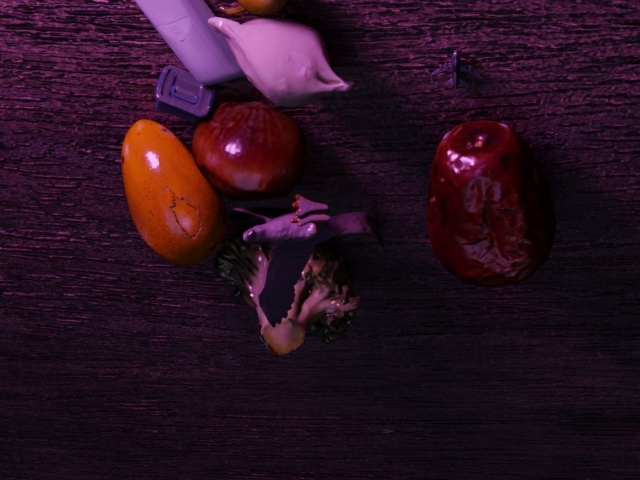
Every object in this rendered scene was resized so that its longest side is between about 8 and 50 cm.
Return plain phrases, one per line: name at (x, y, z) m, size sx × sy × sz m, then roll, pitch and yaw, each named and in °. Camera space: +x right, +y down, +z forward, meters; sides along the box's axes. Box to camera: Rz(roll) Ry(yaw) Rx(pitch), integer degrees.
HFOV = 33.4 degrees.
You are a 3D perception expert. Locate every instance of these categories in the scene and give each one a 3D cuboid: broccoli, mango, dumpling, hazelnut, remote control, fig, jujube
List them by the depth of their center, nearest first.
fig at (-0.099, -0.388, 1.638) m, size 0.093 × 0.093 × 0.166 m, roll 24°, pitch 178°, yaw -18°
dumpling at (-0.074, -0.290, 1.699) m, size 0.252 × 0.131 × 0.179 m, roll 19°, pitch -173°, yaw -22°
remote control at (-0.229, -0.356, 1.705) m, size 0.103 × 0.051 × 0.293 m, roll -11°, pitch 137°, yaw 28°
jujube at (0.291, -0.059, 1.854) m, size 0.223 × 0.223 × 0.318 m, roll -2°, pitch 137°, yaw 15°
hazelnut at (-0.128, -0.157, 1.855) m, size 0.204 × 0.178 × 0.178 m, roll 24°, pitch 151°, yaw 29°
mango at (-0.271, -0.084, 1.948) m, size 0.160 × 0.191 × 0.290 m, roll -29°, pitch 113°, yaw -15°
broccoli at (-0.065, 0.105, 2.111) m, size 0.288 × 0.245 × 0.248 m, roll -4°, pitch 123°, yaw -1°

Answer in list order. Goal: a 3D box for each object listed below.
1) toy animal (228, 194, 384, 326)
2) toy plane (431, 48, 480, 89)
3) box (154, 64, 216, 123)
toy animal at (0.000, -0.006, 1.922) m, size 0.284 × 0.225 × 0.302 m, roll -16°, pitch 166°, yaw -9°
toy plane at (0.218, -0.277, 1.721) m, size 0.078 × 0.031 × 0.083 m, roll 2°, pitch 142°, yaw 10°
box at (-0.236, -0.246, 1.835) m, size 0.099 × 0.074 × 0.054 m, roll 21°, pitch 152°, yaw -13°
